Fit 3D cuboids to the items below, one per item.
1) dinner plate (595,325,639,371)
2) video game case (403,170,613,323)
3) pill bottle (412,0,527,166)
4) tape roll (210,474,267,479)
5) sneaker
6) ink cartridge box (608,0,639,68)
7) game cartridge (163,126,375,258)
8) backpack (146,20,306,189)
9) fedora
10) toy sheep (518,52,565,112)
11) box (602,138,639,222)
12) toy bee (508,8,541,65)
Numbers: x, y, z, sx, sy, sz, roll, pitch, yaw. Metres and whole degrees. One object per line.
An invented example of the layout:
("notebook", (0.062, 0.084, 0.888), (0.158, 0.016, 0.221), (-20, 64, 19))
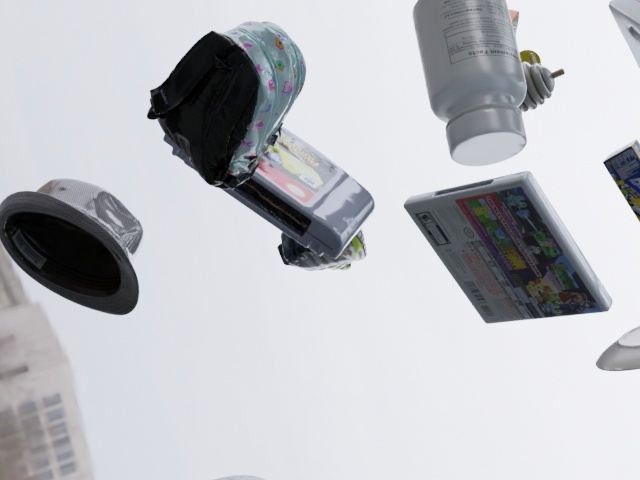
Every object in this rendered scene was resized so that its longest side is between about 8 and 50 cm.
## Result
("dinner plate", (0.308, 0.083, 1.012), (0.017, 0.141, 0.141), (70, -20, -4))
("video game case", (0.218, 0.014, 1.349), (0.183, 0.023, 0.201), (-11, -57, 47))
("pill bottle", (0.204, -0.223, 1.542), (0.131, 0.131, 0.229), (119, -34, -63))
("tape roll", (-0.199, 0.366, 1.145), (0.072, 0.392, 0.392), (62, -19, -7))
("sneaker", (0.000, 0.000, 1.896), (0.300, 0.121, 0.111), (117, -38, -73))
("ink cartridge box", (0.568, -0.326, 1.566), (0.121, 0.289, 0.211), (59, 8, -21))
("game cartridge", (-0.064, -0.098, 1.656), (0.294, 0.196, 0.060), (35, -66, 3))
("backpack", (-0.100, -0.166, 1.309), (0.152, 0.115, 0.182), (44, -46, 11))
("fedora", (-0.389, -0.009, 1.895), (0.275, 0.124, 0.244), (18, -41, 15))
("toy sheep", (0.345, -0.259, 1.928), (0.132, 0.091, 0.091), (-26, -102, 26))
("box", (0.504, -0.068, 1.775), (0.054, 0.059, 0.169), (-31, -88, 28))
("toy bee", (0.310, -0.351, 2.259), (0.195, 0.298, 0.162), (28, -55, 35))
